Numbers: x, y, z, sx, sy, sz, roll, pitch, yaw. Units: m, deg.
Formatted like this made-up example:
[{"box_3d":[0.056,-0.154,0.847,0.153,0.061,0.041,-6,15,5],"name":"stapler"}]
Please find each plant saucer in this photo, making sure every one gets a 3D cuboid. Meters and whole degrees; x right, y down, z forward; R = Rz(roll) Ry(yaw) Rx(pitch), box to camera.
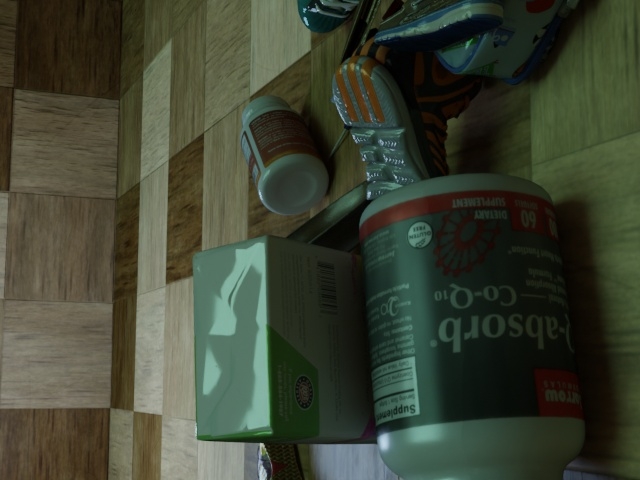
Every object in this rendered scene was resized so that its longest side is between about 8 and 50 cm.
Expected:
[{"box_3d":[0.000,0.000,1.442,0.050,0.311,0.311,54,156,-6],"name":"plant saucer"}]

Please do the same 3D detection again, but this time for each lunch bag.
[{"box_3d":[0.197,-0.334,1.163,0.303,0.115,0.243,-108,33,-44],"name":"lunch bag"}]

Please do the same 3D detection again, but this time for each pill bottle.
[{"box_3d":[0.156,0.132,1.063,0.210,0.210,0.362,142,128,-61],"name":"pill bottle"},{"box_3d":[-0.068,-0.152,1.765,0.216,0.121,0.121,-112,33,-47],"name":"pill bottle"}]

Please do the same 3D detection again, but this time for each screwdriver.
[{"box_3d":[0.037,-0.169,1.644,0.170,0.024,0.025,-58,7,52],"name":"screwdriver"}]

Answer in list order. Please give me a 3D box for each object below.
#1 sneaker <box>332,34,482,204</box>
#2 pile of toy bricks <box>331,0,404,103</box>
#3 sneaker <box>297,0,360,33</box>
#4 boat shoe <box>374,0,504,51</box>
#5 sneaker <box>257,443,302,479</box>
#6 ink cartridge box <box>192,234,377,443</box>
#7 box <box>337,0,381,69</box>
[{"box_3d":[0.139,-0.118,1.275,0.125,0.180,0.321,13,133,40],"name":"sneaker"},{"box_3d":[0.110,-0.227,1.399,0.105,0.118,0.212,44,127,11],"name":"pile of toy bricks"},{"box_3d":[0.045,-0.402,1.542,0.302,0.108,0.121,124,147,-49],"name":"sneaker"},{"box_3d":[0.126,-0.243,1.094,0.183,0.066,0.066,-3,82,53],"name":"boat shoe"},{"box_3d":[-0.070,0.413,1.772,0.084,0.070,0.185,107,162,-50],"name":"sneaker"},{"box_3d":[0.025,0.127,1.179,0.119,0.354,0.207,-15,71,40],"name":"ink cartridge box"},{"box_3d":[0.063,-0.304,1.281,0.201,0.021,0.164,-77,7,-55],"name":"box"}]
